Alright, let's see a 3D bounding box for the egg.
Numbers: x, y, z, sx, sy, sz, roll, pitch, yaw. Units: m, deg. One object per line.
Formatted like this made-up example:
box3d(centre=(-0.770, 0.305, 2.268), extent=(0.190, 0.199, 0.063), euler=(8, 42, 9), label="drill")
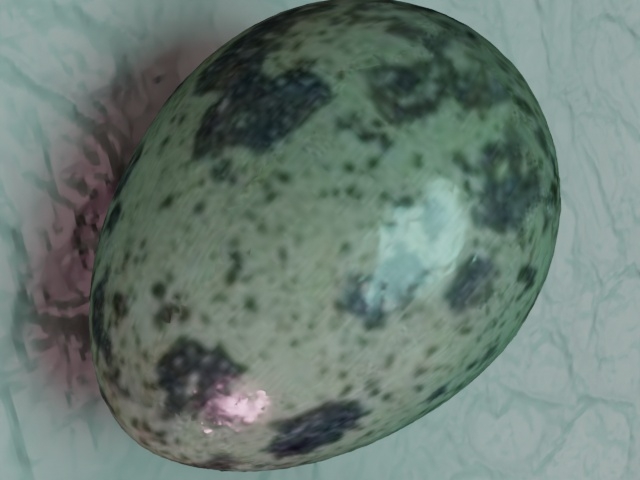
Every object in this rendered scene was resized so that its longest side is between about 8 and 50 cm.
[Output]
box3d(centre=(0.000, 0.000, 0.465), extent=(0.172, 0.132, 0.132), euler=(-47, 128, -22), label="egg")
